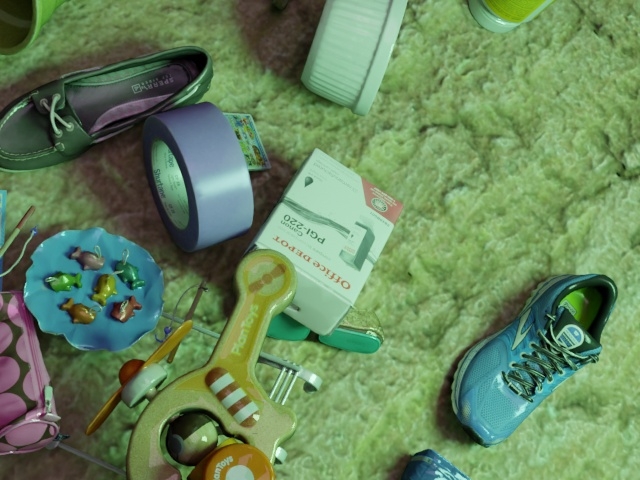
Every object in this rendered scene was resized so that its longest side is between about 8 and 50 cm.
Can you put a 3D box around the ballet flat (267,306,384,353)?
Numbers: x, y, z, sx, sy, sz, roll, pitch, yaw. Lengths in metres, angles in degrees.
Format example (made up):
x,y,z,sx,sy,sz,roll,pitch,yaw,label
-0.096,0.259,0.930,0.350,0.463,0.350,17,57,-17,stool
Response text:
x,y,z,sx,sy,sz,roll,pitch,yaw,label
-0.010,0.107,1.632,0.206,0.073,0.067,17,42,-17,ballet flat

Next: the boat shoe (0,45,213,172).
x,y,z,sx,sy,sz,roll,pitch,yaw,label
-0.299,-0.192,1.591,0.335,0.095,0.112,-24,84,-24,boat shoe

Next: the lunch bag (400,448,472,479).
x,y,z,sx,sy,sz,roll,pitch,yaw,label
0.165,0.335,1.616,0.098,0.067,0.065,38,66,-7,lunch bag

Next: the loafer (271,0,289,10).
x,y,z,sx,sy,sz,roll,pitch,yaw,label
-0.067,-0.413,1.763,0.050,0.056,0.148,7,62,-17,loafer

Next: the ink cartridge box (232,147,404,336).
x,y,z,sx,sy,sz,roll,pitch,yaw,label
0.000,0.000,1.605,0.158,0.092,0.218,33,49,-3,ink cartridge box

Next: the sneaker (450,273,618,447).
x,y,z,sx,sy,sz,roll,pitch,yaw,label
0.312,0.156,1.678,0.130,0.147,0.330,43,66,-3,sneaker

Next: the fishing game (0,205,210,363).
x,y,z,sx,sy,sz,roll,pitch,yaw,label
-0.283,0.055,1.473,0.264,0.041,0.189,27,49,-1,fishing game

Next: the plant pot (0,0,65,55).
x,y,z,sx,sy,sz,roll,pitch,yaw,label
-0.380,-0.427,1.560,0.276,0.276,0.254,50,54,0,plant pot

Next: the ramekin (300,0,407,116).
x,y,z,sx,sy,sz,roll,pitch,yaw,label
0.047,-0.294,1.690,0.109,0.207,0.207,19,69,-4,ramekin

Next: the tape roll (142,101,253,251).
x,y,z,sx,sy,sz,roll,pitch,yaw,label
-0.165,-0.084,1.556,0.080,0.189,0.189,-18,81,-24,tape roll

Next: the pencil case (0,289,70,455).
x,y,z,sx,sy,sz,roll,pitch,yaw,label
-0.375,0.156,1.428,0.095,0.098,0.209,12,45,-45,pencil case

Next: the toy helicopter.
x,y,z,sx,sy,sz,roll,pitch,yaw,label
-0.131,0.164,1.410,0.235,0.140,0.355,20,66,2,toy helicopter

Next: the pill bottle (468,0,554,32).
x,y,z,sx,sy,sz,roll,pitch,yaw,label
0.318,-0.409,1.811,0.119,0.208,0.119,6,73,-18,pill bottle

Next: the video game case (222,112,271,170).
x,y,z,sx,sy,sz,roll,pitch,yaw,label
-0.119,-0.139,1.646,0.122,0.011,0.087,-7,73,-60,video game case

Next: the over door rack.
x,y,z,sx,sy,sz,roll,pitch,yaw,label
-0.192,0.215,1.516,0.324,0.108,0.240,25,67,4,over door rack

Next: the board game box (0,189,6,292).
x,y,z,sx,sy,sz,roll,pitch,yaw,label
-0.463,0.007,1.512,0.103,0.026,0.154,4,73,-18,board game box
